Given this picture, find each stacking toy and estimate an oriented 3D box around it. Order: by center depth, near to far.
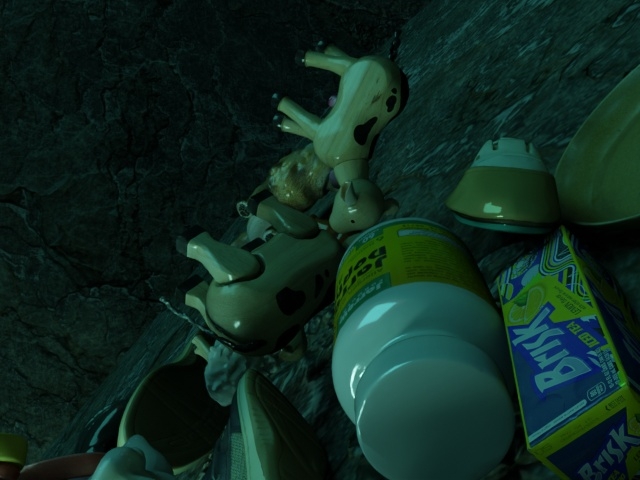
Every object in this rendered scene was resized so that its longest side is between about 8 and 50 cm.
[{"bbox_3d":[-0.416,0.362,0.889,0.280,0.309,0.130,-26,60,15],"label":"stacking toy"}]

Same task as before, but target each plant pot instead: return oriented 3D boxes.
[{"bbox_3d":[0.263,-0.090,0.489,0.236,0.032,0.236,-45,12,12],"label":"plant pot"}]

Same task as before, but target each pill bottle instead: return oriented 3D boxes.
[{"bbox_3d":[0.066,0.068,0.482,0.117,0.117,0.208,-45,12,16],"label":"pill bottle"}]

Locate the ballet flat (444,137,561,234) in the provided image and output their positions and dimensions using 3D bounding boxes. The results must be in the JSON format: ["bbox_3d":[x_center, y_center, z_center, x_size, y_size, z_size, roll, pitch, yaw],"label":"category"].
[{"bbox_3d":[0.137,-0.045,0.547,0.232,0.080,0.073,-19,-65,-81],"label":"ballet flat"}]

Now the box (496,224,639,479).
[{"bbox_3d":[0.142,0.059,0.390,0.059,0.054,0.169,-44,13,23],"label":"box"}]

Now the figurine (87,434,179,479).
[{"bbox_3d":[-0.162,0.271,0.583,0.209,0.092,0.214,149,129,-73],"label":"figurine"}]

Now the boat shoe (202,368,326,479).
[{"bbox_3d":[-0.049,0.191,0.556,0.092,0.103,0.285,-43,17,1],"label":"boat shoe"}]

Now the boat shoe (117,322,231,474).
[{"bbox_3d":[-0.180,0.222,0.929,0.110,0.122,0.341,-50,0,16],"label":"boat shoe"}]

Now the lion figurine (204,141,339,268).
[{"bbox_3d":[-0.098,-0.029,1.384,0.392,0.142,0.240,-45,4,39],"label":"lion figurine"}]

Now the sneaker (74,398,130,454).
[{"bbox_3d":[-0.352,0.382,1.103,0.130,0.109,0.286,-5,51,60],"label":"sneaker"}]

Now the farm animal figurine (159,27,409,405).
[{"bbox_3d":[0.000,0.000,0.722,0.327,0.172,0.330,-44,-28,-27],"label":"farm animal figurine"}]
